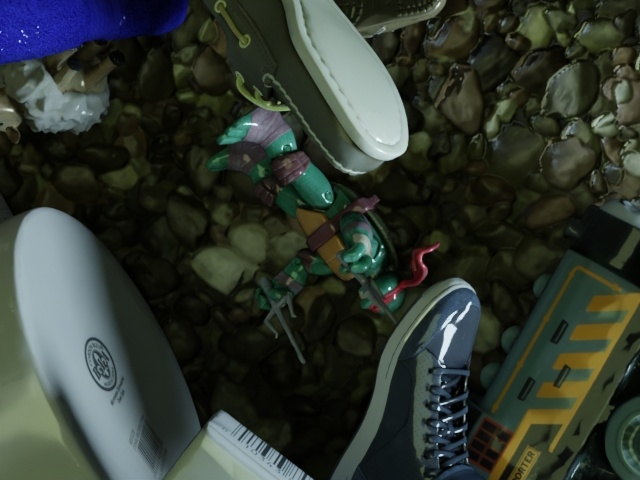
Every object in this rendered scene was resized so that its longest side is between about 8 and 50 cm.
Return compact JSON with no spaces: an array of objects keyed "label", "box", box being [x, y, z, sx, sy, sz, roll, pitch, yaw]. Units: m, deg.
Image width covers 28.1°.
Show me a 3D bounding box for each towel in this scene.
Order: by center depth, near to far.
[{"label":"towel","box":[-0.243,-0.254,1.015,0.076,0.308,0.227,-38,86,31]}]

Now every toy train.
[{"label":"toy train","box":[0.224,0.130,1.036,0.190,0.142,0.334,31,98,18]}]

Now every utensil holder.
[{"label":"utensil holder","box":[-0.329,0.185,1.050,0.386,0.327,0.327,-26,88,10]}]

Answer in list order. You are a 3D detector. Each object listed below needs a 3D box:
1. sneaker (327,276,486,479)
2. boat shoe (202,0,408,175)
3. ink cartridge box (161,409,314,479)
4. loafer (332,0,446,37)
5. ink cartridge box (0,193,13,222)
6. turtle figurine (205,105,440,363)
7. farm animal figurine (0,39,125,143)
[{"label":"sneaker","box":[0.106,0.156,0.968,0.163,0.086,0.226,33,108,41]},{"label":"boat shoe","box":[-0.028,-0.161,1.037,0.091,0.109,0.305,-43,57,24]},{"label":"ink cartridge box","box":[-0.042,0.342,0.882,0.324,0.071,0.330,38,99,2]},{"label":"loafer","box":[0.042,-0.199,1.092,0.148,0.050,0.056,2,86,27]},{"label":"ink cartridge box","box":[-0.384,-0.046,1.168,0.140,0.082,0.190,-31,86,11]},{"label":"turtle figurine","box":[0.000,0.000,1.082,0.234,0.118,0.175,53,142,6]},{"label":"farm animal figurine","box":[-0.368,-0.188,1.048,0.172,0.327,0.330,-35,89,38]}]
